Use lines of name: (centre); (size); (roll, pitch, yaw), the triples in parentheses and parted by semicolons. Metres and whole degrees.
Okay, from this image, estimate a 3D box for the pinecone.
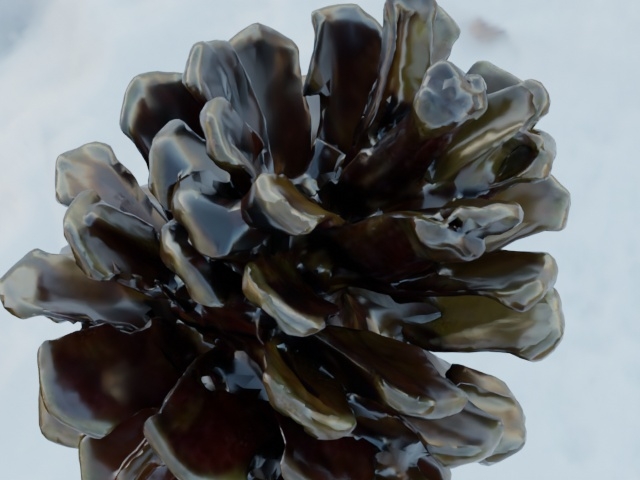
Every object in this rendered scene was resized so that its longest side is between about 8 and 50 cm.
pinecone: (0.000, 0.000, 1.160); (0.384, 0.384, 0.384); (-4, 69, 10)
